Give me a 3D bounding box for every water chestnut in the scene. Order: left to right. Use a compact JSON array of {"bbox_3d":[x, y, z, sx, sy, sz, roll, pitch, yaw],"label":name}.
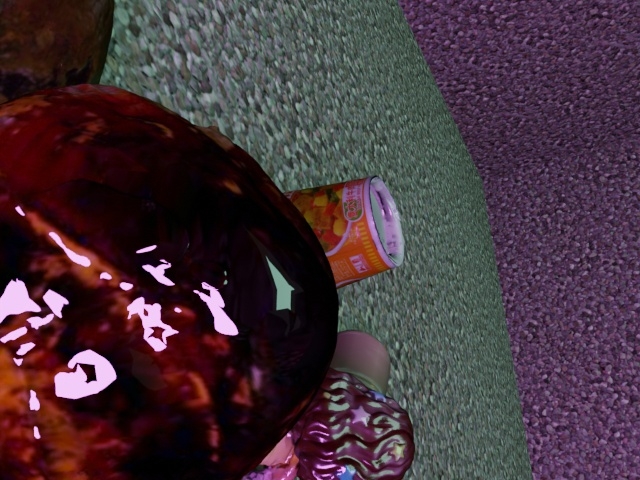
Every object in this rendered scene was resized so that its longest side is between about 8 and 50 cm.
[{"bbox_3d":[-0.127,0.043,0.426,0.244,0.289,0.288,157,-81,-80],"label":"water chestnut"}]

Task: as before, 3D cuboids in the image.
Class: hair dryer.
[{"bbox_3d":[0.062,0.310,0.918,0.189,0.107,0.344,-68,147,-59],"label":"hair dryer"}]

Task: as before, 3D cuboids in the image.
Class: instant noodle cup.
[{"bbox_3d":[0.000,0.000,0.822,0.168,0.185,0.168,47,35,-49],"label":"instant noodle cup"}]

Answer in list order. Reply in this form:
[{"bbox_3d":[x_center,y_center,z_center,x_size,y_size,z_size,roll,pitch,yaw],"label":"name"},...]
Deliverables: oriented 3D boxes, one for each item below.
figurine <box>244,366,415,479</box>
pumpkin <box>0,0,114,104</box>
[{"bbox_3d":[-0.022,0.195,0.669,0.115,0.240,0.174,113,-18,-48],"label":"figurine"},{"bbox_3d":[-0.223,-0.149,0.449,0.312,0.148,0.169,-1,73,-63],"label":"pumpkin"}]
